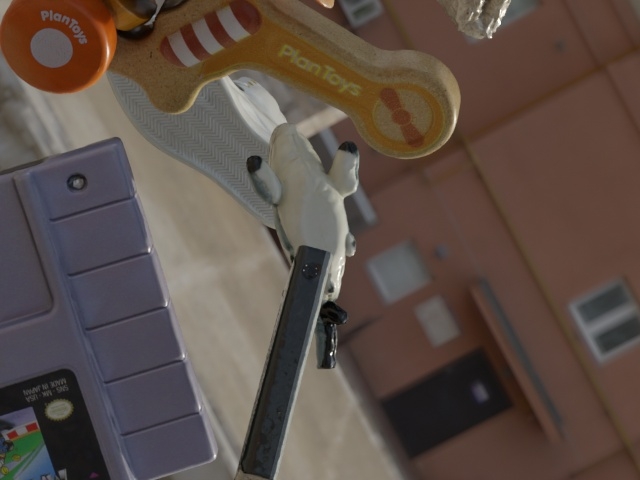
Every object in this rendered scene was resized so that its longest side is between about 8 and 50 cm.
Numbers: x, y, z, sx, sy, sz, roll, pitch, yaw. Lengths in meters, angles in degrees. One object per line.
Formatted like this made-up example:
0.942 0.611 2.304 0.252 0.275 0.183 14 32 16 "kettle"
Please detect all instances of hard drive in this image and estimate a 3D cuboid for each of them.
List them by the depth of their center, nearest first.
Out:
-0.023 0.079 0.932 0.094 0.022 0.135 112 -7 -73 "hard drive"

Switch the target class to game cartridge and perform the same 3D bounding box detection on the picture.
-0.263 0.092 1.017 0.068 0.355 0.230 -123 -164 -81 "game cartridge"

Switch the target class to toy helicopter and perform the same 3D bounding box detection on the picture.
-0.046 -0.178 1.185 0.355 0.235 0.140 27 31 -11 "toy helicopter"

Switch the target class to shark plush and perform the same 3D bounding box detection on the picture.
0.000 0.000 1.044 0.161 0.073 0.067 69 -15 -3 "shark plush"

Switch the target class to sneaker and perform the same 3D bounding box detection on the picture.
-0.126 -0.144 1.687 0.292 0.108 0.169 46 10 -27 "sneaker"

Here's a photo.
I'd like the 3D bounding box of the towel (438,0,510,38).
0.108 -0.291 1.022 0.187 0.049 0.282 -115 -146 -48 "towel"
